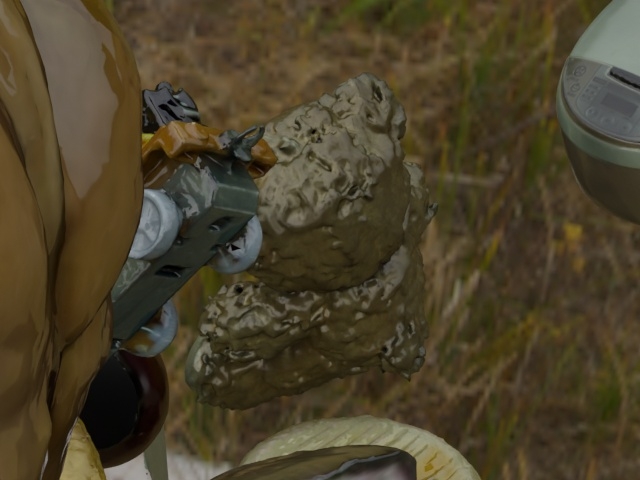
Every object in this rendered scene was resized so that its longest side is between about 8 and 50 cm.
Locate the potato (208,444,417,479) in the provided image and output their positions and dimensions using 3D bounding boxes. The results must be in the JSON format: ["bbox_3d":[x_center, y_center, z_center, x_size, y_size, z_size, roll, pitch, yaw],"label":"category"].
[{"bbox_3d":[-0.077,0.201,0.645,0.211,0.264,0.189,-25,89,-38],"label":"potato"}]

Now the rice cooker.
[{"bbox_3d":[0.240,-0.095,1.262,0.145,0.127,0.206,31,54,34],"label":"rice cooker"}]

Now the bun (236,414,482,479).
[{"bbox_3d":[0.025,0.259,1.562,0.243,0.153,0.244,1,43,-1],"label":"bun"}]

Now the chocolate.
[{"bbox_3d":[-0.179,0.113,1.572,0.124,0.127,0.133,-16,9,9],"label":"chocolate"}]

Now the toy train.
[{"bbox_3d":[-0.117,-0.011,1.133,0.089,0.219,0.127,8,44,-53],"label":"toy train"}]

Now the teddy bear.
[{"bbox_3d":[0.000,0.000,1.534,0.156,0.256,0.267,26,61,38],"label":"teddy bear"}]

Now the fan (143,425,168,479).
[{"bbox_3d":[-0.168,0.172,1.888,0.010,0.310,0.182,-5,87,-13],"label":"fan"}]

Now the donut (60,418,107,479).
[{"bbox_3d":[-0.178,0.242,1.353,0.110,0.303,0.303,-18,49,-9],"label":"donut"}]

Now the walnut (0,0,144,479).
[{"bbox_3d":[-0.223,-0.004,0.495,0.343,0.306,0.306,7,45,4],"label":"walnut"}]
